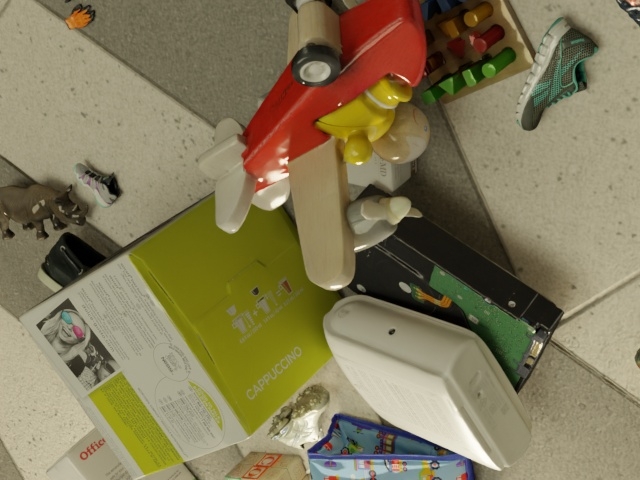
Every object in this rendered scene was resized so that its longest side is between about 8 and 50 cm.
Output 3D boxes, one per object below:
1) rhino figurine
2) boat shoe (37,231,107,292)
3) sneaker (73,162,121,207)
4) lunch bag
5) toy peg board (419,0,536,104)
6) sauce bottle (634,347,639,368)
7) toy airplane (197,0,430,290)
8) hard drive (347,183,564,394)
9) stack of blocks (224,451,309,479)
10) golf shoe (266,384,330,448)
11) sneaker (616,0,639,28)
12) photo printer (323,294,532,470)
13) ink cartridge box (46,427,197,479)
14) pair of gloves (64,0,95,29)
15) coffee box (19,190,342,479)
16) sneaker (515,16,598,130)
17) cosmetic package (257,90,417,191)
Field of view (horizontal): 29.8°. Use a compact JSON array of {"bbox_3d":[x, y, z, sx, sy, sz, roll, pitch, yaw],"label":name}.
[{"bbox_3d":[-0.530,-0.059,2.283,0.243,0.073,0.106,-1,119,35],"label":"rhino figurine"},{"bbox_3d":[-0.366,0.092,2.226,0.340,0.127,0.113,31,108,21],"label":"boat shoe"},{"bbox_3d":[-0.398,-0.112,2.179,0.098,0.038,0.069,48,133,-11],"label":"sneaker"},{"bbox_3d":[0.145,0.439,2.064,0.293,0.138,0.221,3,116,25],"label":"lunch bag"},{"bbox_3d":[0.180,-0.270,1.622,0.161,0.079,0.161,-20,104,42],"label":"toy peg board"},{"bbox_3d":[0.574,0.258,1.632,0.344,0.111,0.111,50,134,3],"label":"sauce bottle"},{"bbox_3d":[0.013,-0.149,1.611,0.384,0.272,0.386,25,101,65],"label":"toy airplane"},{"bbox_3d":[0.184,0.079,1.792,0.339,0.064,0.237,35,154,16],"label":"hard drive"},{"bbox_3d":[-0.080,0.556,2.315,0.171,0.087,0.297,-4,114,38],"label":"stack of blocks"},{"bbox_3d":[-0.018,0.320,2.155,0.086,0.069,0.176,34,138,-12],"label":"golf shoe"},{"bbox_3d":[0.394,-0.288,1.405,0.131,0.148,0.350,-21,103,42],"label":"sneaker"},{"bbox_3d":[0.151,0.209,1.847,0.307,0.107,0.256,16,148,48],"label":"photo printer"},{"bbox_3d":[-0.383,0.495,2.426,0.273,0.198,0.115,50,135,1],"label":"ink cartridge box"},{"bbox_3d":[-0.418,-0.399,2.032,0.074,0.010,0.083,-10,109,40],"label":"pair of gloves"},{"bbox_3d":[-0.207,0.137,1.979,0.334,0.337,0.338,-27,98,43],"label":"coffee box"},{"bbox_3d":[0.310,-0.206,1.579,0.076,0.065,0.166,29,132,14],"label":"sneaker"},{"bbox_3d":[0.025,-0.157,1.803,0.231,0.085,0.117,13,124,31],"label":"cosmetic package"}]
